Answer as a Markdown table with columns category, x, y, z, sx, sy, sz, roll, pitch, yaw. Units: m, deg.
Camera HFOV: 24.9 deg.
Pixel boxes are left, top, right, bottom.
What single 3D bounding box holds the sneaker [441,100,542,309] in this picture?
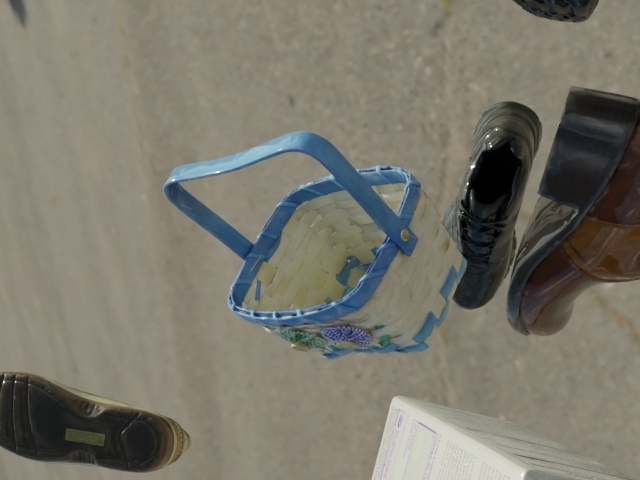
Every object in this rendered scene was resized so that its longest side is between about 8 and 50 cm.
| category | x | y | z | sx | sy | sz | roll | pitch | yaw |
| --- | --- | --- | --- | --- | --- | --- | --- | --- | --- |
| sneaker | 0.209 | -0.033 | 1.875 | 0.130 | 0.109 | 0.286 | -60 | -20 | -64 |

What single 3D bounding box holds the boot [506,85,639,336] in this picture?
| category | x | y | z | sx | sy | sz | roll | pitch | yaw |
| --- | --- | --- | --- | --- | --- | --- | --- | --- | --- |
| boot | 0.286 | 0.019 | 1.037 | 0.264 | 0.280 | 0.096 | 100 | -169 | -46 |

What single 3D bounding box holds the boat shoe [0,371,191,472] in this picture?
| category | x | y | z | sx | sy | sz | roll | pitch | yaw |
| --- | --- | --- | --- | --- | --- | --- | --- | --- | --- |
| boat shoe | -0.196 | 0.152 | 1.185 | 0.072 | 0.190 | 0.068 | 13 | -88 | -70 |

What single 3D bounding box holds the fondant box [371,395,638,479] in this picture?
| category | x | y | z | sx | sy | sz | roll | pitch | yaw |
| --- | --- | --- | --- | --- | --- | --- | --- | --- | --- |
| fondant box | 0.090 | 0.235 | 0.878 | 0.330 | 0.096 | 0.238 | -178 | 102 | -82 |

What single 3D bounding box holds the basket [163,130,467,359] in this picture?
| category | x | y | z | sx | sy | sz | roll | pitch | yaw |
| --- | --- | --- | --- | --- | --- | --- | --- | --- | --- |
| basket | 0.000 | 0.000 | 1.552 | 0.289 | 0.201 | 0.255 | 45 | 148 | -25 |

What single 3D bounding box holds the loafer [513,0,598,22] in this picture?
| category | x | y | z | sx | sy | sz | roll | pitch | yaw |
| --- | --- | --- | --- | --- | --- | --- | --- | --- | --- |
| loafer | 0.139 | -0.213 | 0.902 | 0.076 | 0.078 | 0.223 | 13 | 161 | 26 |
